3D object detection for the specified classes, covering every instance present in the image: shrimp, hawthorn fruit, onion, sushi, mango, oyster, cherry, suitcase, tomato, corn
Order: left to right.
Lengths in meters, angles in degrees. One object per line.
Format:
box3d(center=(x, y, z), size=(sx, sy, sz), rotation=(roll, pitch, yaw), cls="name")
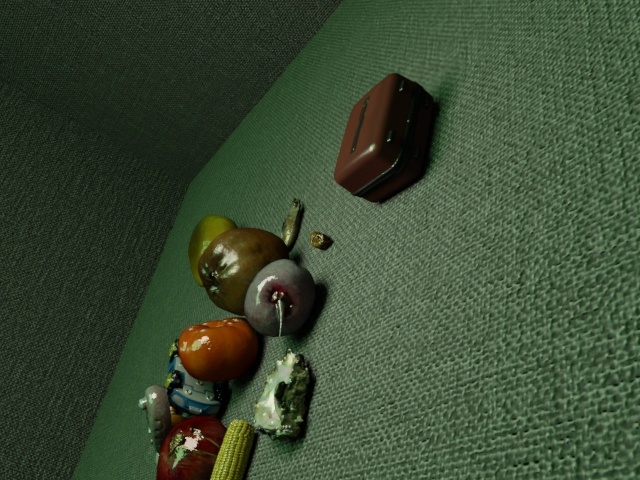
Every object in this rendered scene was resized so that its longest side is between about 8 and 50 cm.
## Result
box3d(center=(-0.362, 0.600, 1.802), size=(0.248, 0.161, 0.248), rotation=(-47, 17, 19), cls="onion")
box3d(center=(-0.450, 0.042, 2.678), size=(0.253, 0.182, 0.365), rotation=(-45, 26, 34), cls="mango")
box3d(center=(-0.309, 0.332, 1.959), size=(0.260, 0.259, 0.180), rotation=(175, 89, -65), cls="tomato")
box3d(center=(-0.233, 0.585, 1.651), size=(0.081, 0.081, 0.248), rotation=(-31, 37, 53), cls="corn")
box3d(center=(-0.216, 0.084, 2.002), size=(0.267, 0.301, 0.268), rotation=(17, 115, 41), cls="hawthorn fruit")
box3d(center=(-0.110, 0.157, 1.762), size=(0.213, 0.183, 0.266), rotation=(-52, 17, -5), cls="cherry")
box3d(center=(-0.092, 0.383, 1.586), size=(0.198, 0.092, 0.259), rotation=(-57, 12, 10), cls="oyster")
box3d(center=(-0.107, -0.047, 2.212), size=(0.126, 0.047, 0.223), rotation=(131, 156, -54), cls="shrimp")
box3d(center=(0.000, 0.000, 1.905), size=(0.099, 0.047, 0.050), rotation=(36, 109, 52), cls="sushi")
box3d(center=(0.167, -0.266, 1.696), size=(0.236, 0.161, 0.297), rotation=(-34, 35, 52), cls="suitcase")

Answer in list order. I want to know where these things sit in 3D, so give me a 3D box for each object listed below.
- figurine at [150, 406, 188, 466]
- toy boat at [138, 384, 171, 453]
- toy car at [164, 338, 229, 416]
box3d(center=(-0.475, 0.651, 2.046), size=(0.143, 0.143, 0.271), rotation=(-39, 29, 45), cls="figurine")
box3d(center=(-0.493, 0.525, 1.914), size=(0.155, 0.085, 0.227), rotation=(-120, 32, -47), cls="toy boat")
box3d(center=(-0.405, 0.457, 2.057), size=(0.166, 0.198, 0.314), rotation=(-63, 20, 21), cls="toy car")
